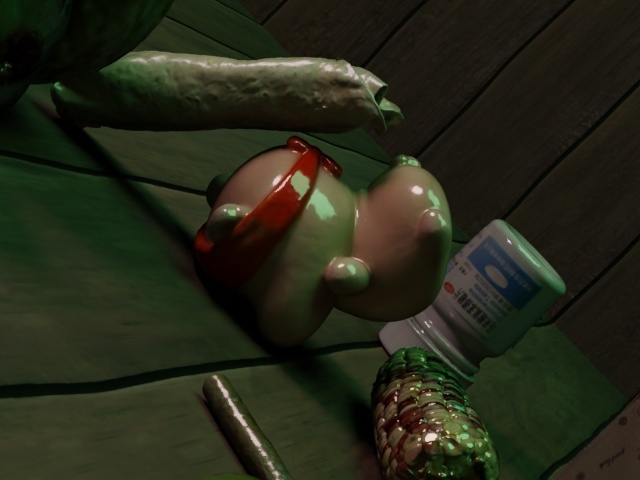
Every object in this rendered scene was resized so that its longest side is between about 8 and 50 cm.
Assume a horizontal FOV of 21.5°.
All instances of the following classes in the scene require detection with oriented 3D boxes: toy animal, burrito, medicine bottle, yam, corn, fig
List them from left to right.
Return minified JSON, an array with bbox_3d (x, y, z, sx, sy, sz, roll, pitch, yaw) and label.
[{"bbox_3d":[-0.265,-0.169,1.036,0.245,0.149,0.149,34,3,26],"label":"fig"},{"bbox_3d":[-0.073,-0.113,1.316,0.275,0.059,0.082,2,-15,12],"label":"burrito"},{"bbox_3d":[-0.041,0.122,1.013,0.021,0.021,0.116,35,14,-47],"label":"yam"},{"bbox_3d":[0.000,0.000,1.314,0.198,0.171,0.171,4,12,-1],"label":"toy animal"},{"bbox_3d":[0.079,0.142,1.271,0.086,0.086,0.253,43,7,-13],"label":"corn"},{"bbox_3d":[0.149,0.069,1.648,0.105,0.168,0.105,43,9,-9],"label":"medicine bottle"}]

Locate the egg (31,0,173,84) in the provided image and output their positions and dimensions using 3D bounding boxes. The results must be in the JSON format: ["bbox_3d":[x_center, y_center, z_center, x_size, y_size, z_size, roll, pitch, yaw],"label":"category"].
[{"bbox_3d":[-0.221,-0.245,1.169,0.289,0.238,0.238,48,6,-27],"label":"egg"}]

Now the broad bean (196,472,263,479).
[{"bbox_3d":[-0.005,0.185,0.782,0.207,0.072,0.153,38,1,42],"label":"broad bean"}]

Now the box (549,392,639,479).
[{"bbox_3d":[0.359,0.298,1.491,0.297,0.190,0.225,38,10,-42],"label":"box"}]
